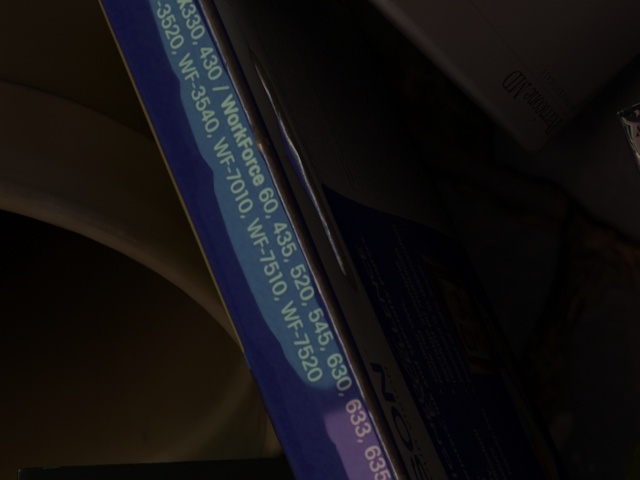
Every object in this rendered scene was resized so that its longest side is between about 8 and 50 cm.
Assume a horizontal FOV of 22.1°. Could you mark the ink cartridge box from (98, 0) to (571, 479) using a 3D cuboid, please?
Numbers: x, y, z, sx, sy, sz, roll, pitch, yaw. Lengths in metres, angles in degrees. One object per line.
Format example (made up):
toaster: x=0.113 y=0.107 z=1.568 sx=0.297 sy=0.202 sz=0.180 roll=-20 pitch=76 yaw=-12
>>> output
ink cartridge box: x=0.000 y=0.000 z=0.629 sx=0.072 sy=0.307 sz=0.304 roll=-26 pitch=77 yaw=14

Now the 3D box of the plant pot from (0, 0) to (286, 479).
plant pot: x=-0.178 y=-0.023 z=0.772 sx=0.323 sy=0.323 sz=0.280 roll=-43 pitch=36 yaw=37

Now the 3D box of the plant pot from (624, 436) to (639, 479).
plant pot: x=0.161 y=0.088 z=0.641 sx=0.083 sy=0.079 sz=0.083 roll=6 pitch=100 yaw=41

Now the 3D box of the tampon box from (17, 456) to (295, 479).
tampon box: x=-0.050 y=0.166 z=0.702 sx=0.120 sy=0.161 sz=0.101 roll=106 pitch=158 yaw=-50

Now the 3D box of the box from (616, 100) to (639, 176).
box: x=0.223 y=0.024 z=0.558 sx=0.175 sy=0.051 sz=0.220 roll=-23 pitch=81 yaw=20

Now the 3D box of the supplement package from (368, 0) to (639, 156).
supplement package: x=0.027 y=-0.177 z=0.577 sx=0.145 sy=0.262 sz=0.204 roll=-45 pitch=64 yaw=8
